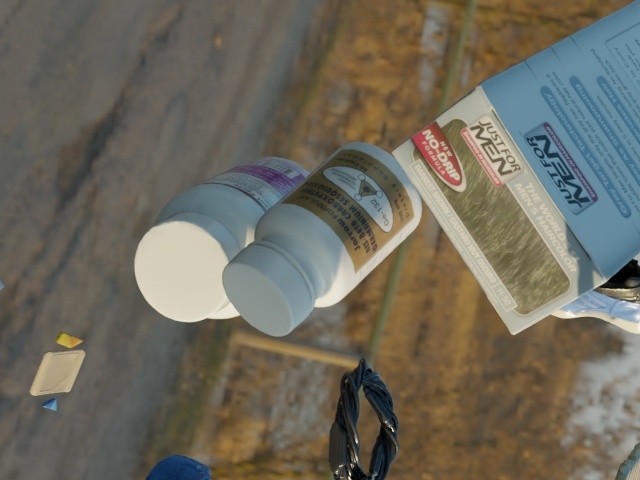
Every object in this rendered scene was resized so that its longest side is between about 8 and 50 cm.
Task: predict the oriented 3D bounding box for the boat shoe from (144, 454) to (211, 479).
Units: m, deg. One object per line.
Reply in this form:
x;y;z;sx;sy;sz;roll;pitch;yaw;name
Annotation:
-0.165;0.321;1.376;0.258;0.109;0.089;-51;159;-27;boat shoe

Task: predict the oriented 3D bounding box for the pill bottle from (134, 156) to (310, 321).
-0.109;0.002;1.892;0.301;0.169;0.169;-34;136;-65;pill bottle

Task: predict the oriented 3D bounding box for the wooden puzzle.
-0.356;0.175;2.053;0.078;0.014;0.116;15;104;-58;wooden puzzle

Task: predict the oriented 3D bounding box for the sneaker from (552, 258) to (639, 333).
0.291;0.044;1.639;0.058;0.152;0.085;-43;131;-31;sneaker

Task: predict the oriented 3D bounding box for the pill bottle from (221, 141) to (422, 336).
0.000;0.000;1.717;0.229;0.131;0.131;-43;152;-33;pill bottle

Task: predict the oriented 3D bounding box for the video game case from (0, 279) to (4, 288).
-0.476;0.101;1.598;0.061;0.244;0.269;60;2;-4;video game case

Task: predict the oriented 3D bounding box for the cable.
0.066;0.254;2.087;0.150;0.047;0.184;10;79;-55;cable

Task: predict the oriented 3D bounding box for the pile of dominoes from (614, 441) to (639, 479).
0.200;0.246;1.144;0.251;0.040;0.196;3;100;-74;pile of dominoes

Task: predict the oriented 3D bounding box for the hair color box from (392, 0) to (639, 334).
0.243;-0.083;1.345;0.113;0.185;0.374;-35;177;40;hair color box
